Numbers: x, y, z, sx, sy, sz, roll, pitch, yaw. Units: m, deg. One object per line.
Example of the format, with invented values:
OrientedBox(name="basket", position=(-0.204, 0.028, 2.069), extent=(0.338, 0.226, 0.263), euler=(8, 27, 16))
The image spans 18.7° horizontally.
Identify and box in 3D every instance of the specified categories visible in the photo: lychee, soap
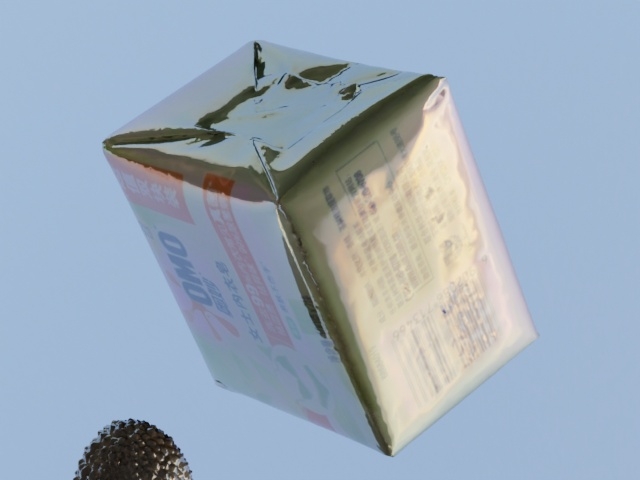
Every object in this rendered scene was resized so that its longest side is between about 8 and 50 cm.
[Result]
OrientedBox(name="lychee", position=(-0.102, 0.139, 1.071), extent=(0.068, 0.067, 0.083), euler=(1, -79, -3))
OrientedBox(name="soap", position=(0.000, 0.000, 1.136), extent=(0.138, 0.199, 0.182), euler=(-39, -147, -25))
